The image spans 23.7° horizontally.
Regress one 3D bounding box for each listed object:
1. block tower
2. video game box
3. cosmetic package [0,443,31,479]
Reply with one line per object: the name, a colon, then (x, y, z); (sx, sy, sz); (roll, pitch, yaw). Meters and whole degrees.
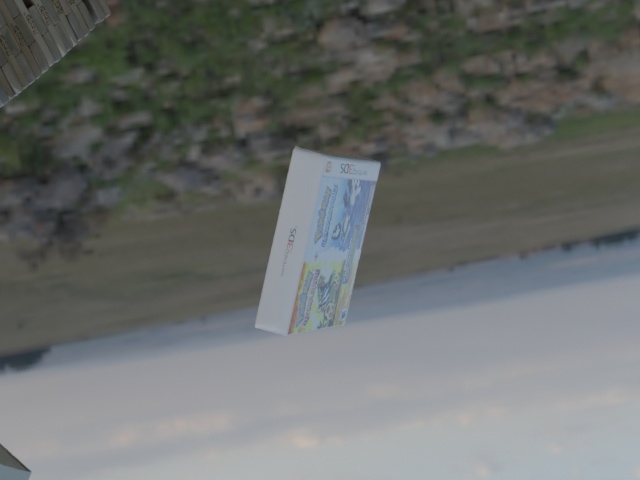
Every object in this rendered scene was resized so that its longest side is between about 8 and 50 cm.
block tower: (-0.305, -0.202, 1.472); (0.097, 0.091, 0.335); (-19, -160, 22)
video game box: (0.000, 0.000, 1.732); (0.048, 0.205, 0.187); (15, -174, 22)
cosmetic package: (-0.505, 0.388, 1.926); (0.153, 0.296, 0.129); (23, 179, -37)
